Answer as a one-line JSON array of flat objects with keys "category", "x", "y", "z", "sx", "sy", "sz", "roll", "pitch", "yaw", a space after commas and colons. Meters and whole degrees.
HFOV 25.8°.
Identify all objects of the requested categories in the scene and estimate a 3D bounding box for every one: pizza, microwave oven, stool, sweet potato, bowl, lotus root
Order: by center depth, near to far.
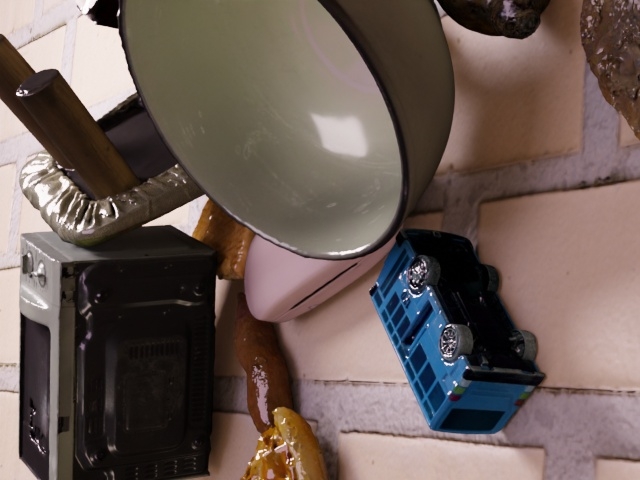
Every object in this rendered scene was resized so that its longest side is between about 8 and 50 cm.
[{"category": "lotus root", "x": 0.158, "y": -0.255, "z": 1.291, "sx": 0.120, "sy": 0.120, "sz": 0.209, "roll": -59, "pitch": 36, "yaw": 34}, {"category": "bowl", "x": -0.005, "y": -0.175, "z": 1.329, "sx": 0.353, "sy": 0.185, "sz": 0.354, "roll": 30, "pitch": 143, "yaw": 26}, {"category": "pizza", "x": -0.051, "y": 0.333, "z": 1.504, "sx": 0.161, "sy": 0.085, "sz": 0.306, "roll": -10, "pitch": 77, "yaw": 50}, {"category": "sweet potato", "x": -0.068, "y": 0.143, "z": 1.634, "sx": 0.065, "sy": 0.051, "sz": 0.218, "roll": -56, "pitch": 38, "yaw": 43}, {"category": "stool", "x": -0.243, "y": -0.178, "z": 1.713, "sx": 0.310, "sy": 0.310, "sz": 0.226, "roll": 33, "pitch": 150, "yaw": 56}, {"category": "microwave oven", "x": -0.249, "y": 0.144, "z": 1.727, "sx": 0.181, "sy": 0.237, "sz": 0.295, "roll": 25, "pitch": 115, "yaw": 60}]

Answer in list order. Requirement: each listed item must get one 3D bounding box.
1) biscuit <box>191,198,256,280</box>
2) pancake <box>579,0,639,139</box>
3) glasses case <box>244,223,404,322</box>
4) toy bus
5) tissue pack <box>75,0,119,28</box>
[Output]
[{"category": "biscuit", "x": -0.112, "y": -0.022, "z": 1.756, "sx": 0.224, "sy": 0.033, "sz": 0.145, "roll": 7, "pitch": 80, "yaw": 68}, {"category": "pancake", "x": 0.302, "y": -0.197, "z": 1.085, "sx": 0.282, "sy": 0.049, "sz": 0.283, "roll": -25, "pitch": 61, "yaw": 57}, {"category": "glasses case", "x": 0.000, "y": 0.000, "z": 1.530, "sx": 0.297, "sy": 0.075, "sz": 0.113, "roll": -37, "pitch": 49, "yaw": 52}, {"category": "toy bus", "x": 0.118, "y": 0.082, "z": 1.289, "sx": 0.106, "sy": 0.090, "sz": 0.185, "roll": -62, "pitch": 35, "yaw": 34}, {"category": "tissue pack", "x": -0.189, "y": -0.469, "z": 1.857, "sx": 0.370, "sy": 0.210, "sz": 0.198, "roll": -63, "pitch": 30, "yaw": 27}]
